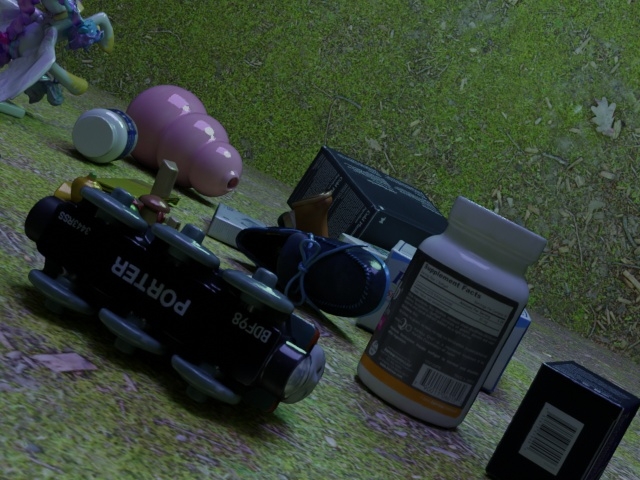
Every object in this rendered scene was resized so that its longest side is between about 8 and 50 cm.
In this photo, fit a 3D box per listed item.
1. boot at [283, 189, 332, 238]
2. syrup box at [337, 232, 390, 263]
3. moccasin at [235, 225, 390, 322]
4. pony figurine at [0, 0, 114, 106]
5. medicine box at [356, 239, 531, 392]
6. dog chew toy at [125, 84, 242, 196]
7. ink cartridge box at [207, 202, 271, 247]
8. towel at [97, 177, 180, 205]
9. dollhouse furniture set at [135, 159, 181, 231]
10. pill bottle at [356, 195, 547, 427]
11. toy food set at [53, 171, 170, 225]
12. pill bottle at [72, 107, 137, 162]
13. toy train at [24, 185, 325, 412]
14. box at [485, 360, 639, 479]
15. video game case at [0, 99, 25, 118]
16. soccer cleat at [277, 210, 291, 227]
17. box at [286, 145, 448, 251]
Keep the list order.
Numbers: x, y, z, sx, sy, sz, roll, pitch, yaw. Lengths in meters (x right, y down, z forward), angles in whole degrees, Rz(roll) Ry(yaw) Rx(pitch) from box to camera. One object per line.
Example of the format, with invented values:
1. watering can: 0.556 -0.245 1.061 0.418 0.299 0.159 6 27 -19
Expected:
1. boot: 0.000 0.000 1.824 0.073 0.152 0.197 -19 -8 -18
2. syrup box: 0.129 0.071 2.182 0.237 0.096 0.093 22 8 -42
3. moccasin: -0.028 0.052 1.678 0.116 0.138 0.342 16 -3 -37
4. pony figurine: -0.602 -0.427 2.154 0.303 0.351 0.363 46 -9 18
5. medicine box: 0.221 0.127 1.852 0.263 0.149 0.289 27 7 5
6. dog chew toy: -0.306 -0.215 2.353 0.332 0.207 0.206 40 12 30
7. ink cartridge box: -0.109 0.002 2.002 0.224 0.045 0.223 26 6 -8
8. towel: -0.348 -0.092 1.927 0.102 0.021 0.237 22 6 10
9. dollhouse furniture set: -0.275 -0.084 1.725 0.081 0.114 0.091 25 7 33
10. pill bottle: 0.176 0.092 1.356 0.162 0.278 0.162 27 5 -3
11. toy food set: -0.292 -0.050 1.559 0.217 0.071 0.128 24 7 -24
12. pill bottle: -0.446 -0.215 2.102 0.112 0.112 0.187 26 6 -3
13. toy train: -0.142 0.058 1.037 0.334 0.142 0.190 29 -3 18
14. box: 0.305 0.238 1.265 0.108 0.153 0.207 30 8 23
15. video game case: -0.746 -0.321 2.140 0.183 0.023 0.201 31 7 33
16. soccer cleat: -0.026 -0.021 2.485 0.179 0.060 0.072 26 7 -37
17. box: 0.144 -0.027 2.418 0.343 0.179 0.312 22 20 -35
